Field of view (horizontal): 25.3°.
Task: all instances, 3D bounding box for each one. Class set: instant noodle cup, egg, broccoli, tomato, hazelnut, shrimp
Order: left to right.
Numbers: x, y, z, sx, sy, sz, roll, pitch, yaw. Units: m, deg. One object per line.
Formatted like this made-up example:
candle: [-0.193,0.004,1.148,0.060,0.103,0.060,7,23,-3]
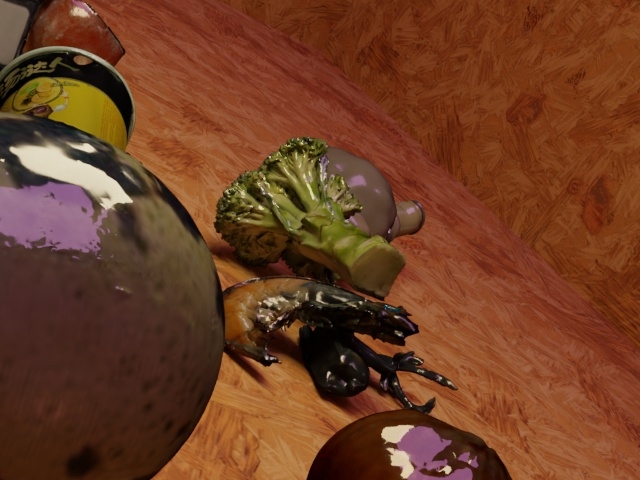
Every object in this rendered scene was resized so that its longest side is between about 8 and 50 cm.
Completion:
egg: [-0.283,0.063,1.161,0.428,0.345,0.345,11,25,-31]
tomato: [-0.448,-0.331,2.404,0.181,0.155,0.214,45,-11,-26]
instant noodle cup: [-0.350,-0.118,1.914,0.215,0.215,0.236,27,25,-24]
shrimp: [-0.015,0.116,1.948,0.290,0.054,0.222,9,24,13]
broccoli: [-0.010,-0.019,2.141,0.252,0.221,0.361,51,-9,-11]
hazelnut: [0.105,0.295,1.536,0.251,0.217,0.217,36,15,5]

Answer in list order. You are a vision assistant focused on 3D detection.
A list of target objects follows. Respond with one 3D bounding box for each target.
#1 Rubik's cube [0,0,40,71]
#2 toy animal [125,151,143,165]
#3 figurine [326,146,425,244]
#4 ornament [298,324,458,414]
Rubik's cube: [-0.587,-0.471,1.976,0.358,0.362,0.363,10,13,-46]
toy animal: [-0.363,-0.178,2.196,0.121,0.117,0.210,7,32,-47]
figurine: [0.056,-0.051,2.523,0.248,0.203,0.380,37,13,25]
ornament: [0.094,0.197,2.061,0.236,0.080,0.202,29,12,-22]
